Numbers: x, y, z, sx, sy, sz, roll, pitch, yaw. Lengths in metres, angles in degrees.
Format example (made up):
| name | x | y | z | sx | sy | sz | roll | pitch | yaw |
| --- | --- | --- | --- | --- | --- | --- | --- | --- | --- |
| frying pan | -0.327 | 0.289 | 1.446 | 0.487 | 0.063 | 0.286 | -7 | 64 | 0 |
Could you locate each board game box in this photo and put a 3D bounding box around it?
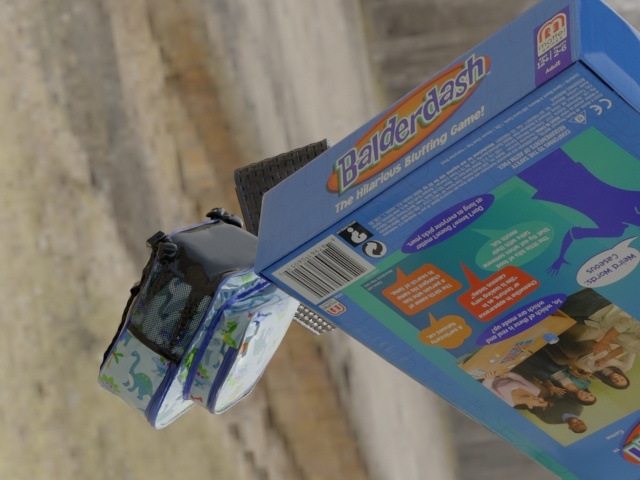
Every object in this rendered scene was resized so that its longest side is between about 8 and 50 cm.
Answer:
| name | x | y | z | sx | sy | sz | roll | pitch | yaw |
| --- | --- | --- | --- | --- | --- | --- | --- | --- | --- |
| board game box | 0.105 | 0.014 | 0.723 | 0.210 | 0.160 | 0.047 | 36 | 38 | -29 |

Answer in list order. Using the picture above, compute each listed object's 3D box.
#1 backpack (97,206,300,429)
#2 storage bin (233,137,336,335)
| name | x | y | z | sx | sy | sz | roll | pitch | yaw |
| --- | --- | --- | --- | --- | --- | --- | --- | --- | --- |
| backpack | -0.071 | 0.054 | 1.098 | 0.114 | 0.084 | 0.105 | -58 | 168 | 21 |
| storage bin | 0.000 | 0.000 | 1.584 | 0.180 | 0.084 | 0.122 | 44 | 29 | -73 |
